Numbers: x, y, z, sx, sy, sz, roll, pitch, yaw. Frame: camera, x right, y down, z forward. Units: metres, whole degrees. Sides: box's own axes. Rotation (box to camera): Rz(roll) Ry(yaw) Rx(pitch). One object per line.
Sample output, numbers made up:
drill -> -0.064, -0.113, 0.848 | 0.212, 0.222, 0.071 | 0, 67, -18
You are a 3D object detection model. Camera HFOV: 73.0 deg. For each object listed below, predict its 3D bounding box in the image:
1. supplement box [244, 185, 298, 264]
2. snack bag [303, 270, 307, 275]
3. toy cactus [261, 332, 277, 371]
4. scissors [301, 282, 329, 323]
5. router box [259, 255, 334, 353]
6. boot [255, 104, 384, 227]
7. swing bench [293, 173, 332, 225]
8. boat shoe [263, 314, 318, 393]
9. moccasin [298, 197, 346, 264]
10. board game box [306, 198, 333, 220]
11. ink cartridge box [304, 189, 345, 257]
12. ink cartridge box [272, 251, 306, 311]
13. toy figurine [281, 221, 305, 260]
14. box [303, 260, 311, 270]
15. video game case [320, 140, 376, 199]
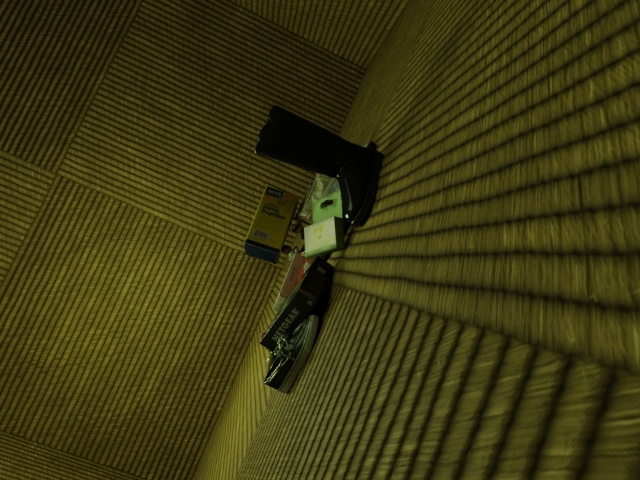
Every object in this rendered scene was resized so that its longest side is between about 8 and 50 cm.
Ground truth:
supplement box -> -0.270, -0.083, 2.397 | 0.194, 0.195, 0.357 | 112, 176, -68
snack bag -> -0.095, 0.199, 2.187 | 0.342, 0.037, 0.323 | 130, 162, -74
toy cactus -> -0.216, 0.498, 1.942 | 0.219, 0.112, 0.181 | 159, 125, -67
scissors -> -0.018, 0.217, 1.665 | 0.109, 0.021, 0.297 | -72, 8, -49
router box -> -0.086, 0.235, 1.594 | 0.309, 0.081, 0.243 | -54, 3, 31
boot -> -0.021, -0.265, 1.531 | 0.146, 0.444, 0.367 | 122, 168, -48
swing bench -> -0.011, -0.211, 2.344 | 0.254, 0.165, 0.254 | 149, 145, -76
boat shoe -> -0.104, 0.374, 1.468 | 0.113, 0.104, 0.307 | -87, 22, -68
moccasin -> 0.011, -0.047, 1.778 | 0.380, 0.146, 0.139 | 123, 168, -49
board game box -> 0.035, -0.135, 1.911 | 0.281, 0.144, 0.027 | 139, 128, -71
ink cartridge box -> 0.011, -0.064, 1.634 | 0.171, 0.056, 0.235 | -19, 69, 43
ink cartridge box -> -0.132, 0.171, 2.121 | 0.296, 0.066, 0.261 | -71, 6, -46
toy figurine -> -0.121, 0.011, 2.363 | 0.210, 0.148, 0.213 | -58, 3, 2
box -> 0.000, 0.000, 2.022 | 0.067, 0.063, 0.324 | 122, 168, -54
video game case -> 0.112, -0.287, 1.895 | 0.275, 0.035, 0.248 | -61, 18, -21
